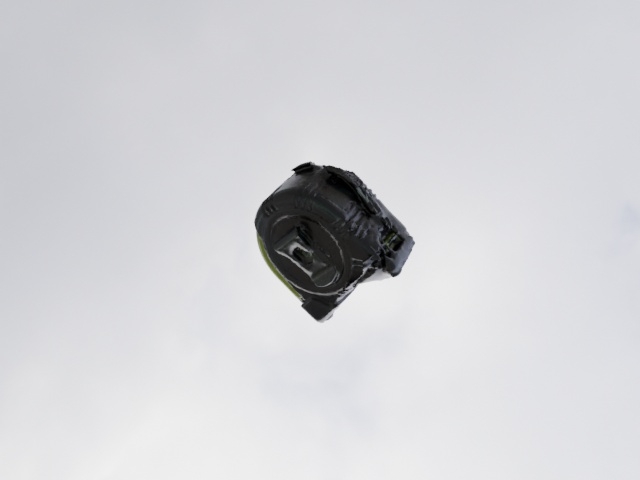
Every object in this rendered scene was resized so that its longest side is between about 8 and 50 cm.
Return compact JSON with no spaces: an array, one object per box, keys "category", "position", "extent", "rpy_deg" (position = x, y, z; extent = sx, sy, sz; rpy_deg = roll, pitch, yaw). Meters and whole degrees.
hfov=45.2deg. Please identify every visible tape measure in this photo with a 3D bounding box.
[{"category":"tape measure","position":[0.000,0.000,0.998],"extent":[0.199,0.186,0.112],"rpy_deg":[-41,-177,42]}]
